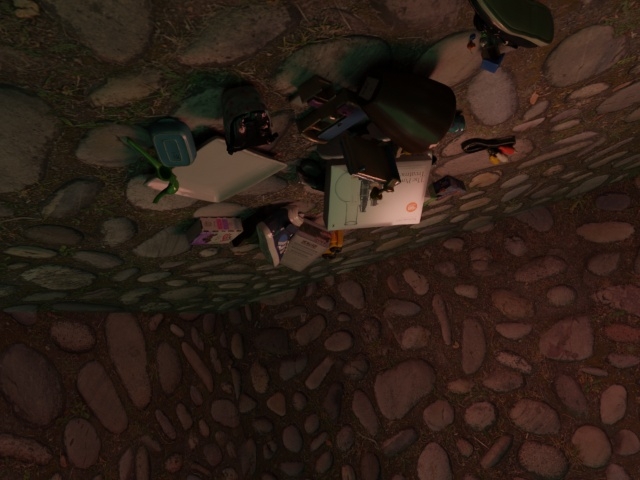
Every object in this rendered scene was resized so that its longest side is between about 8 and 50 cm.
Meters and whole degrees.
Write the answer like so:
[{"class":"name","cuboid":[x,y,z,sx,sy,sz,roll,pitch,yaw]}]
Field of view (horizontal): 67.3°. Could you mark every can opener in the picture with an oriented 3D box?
[{"class":"can opener","cuboid":[-0.003,-0.234,1.849,0.093,0.074,0.280,-22,163,26]}]

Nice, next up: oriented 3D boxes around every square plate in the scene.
[{"class":"square plate","cuboid":[-0.345,-0.232,1.595,0.347,0.049,0.344,-23,163,29]}]

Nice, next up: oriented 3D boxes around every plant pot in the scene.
[{"class":"plant pot","cuboid":[0.217,-0.379,1.338,0.231,0.215,0.215,16,150,-35]}]

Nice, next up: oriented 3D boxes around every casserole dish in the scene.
[{"class":"casserole dish","cuboid":[-0.414,-0.264,1.351,0.114,0.036,0.188,-3,151,-5]}]

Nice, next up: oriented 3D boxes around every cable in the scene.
[{"class":"cable","cuboid":[0.713,-0.378,1.992,0.287,0.072,0.139,-1,154,-40]}]

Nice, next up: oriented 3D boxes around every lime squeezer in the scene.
[{"class":"lime squeezer","cuboid":[-0.487,-0.198,1.456,0.110,0.058,0.310,26,153,11]}]

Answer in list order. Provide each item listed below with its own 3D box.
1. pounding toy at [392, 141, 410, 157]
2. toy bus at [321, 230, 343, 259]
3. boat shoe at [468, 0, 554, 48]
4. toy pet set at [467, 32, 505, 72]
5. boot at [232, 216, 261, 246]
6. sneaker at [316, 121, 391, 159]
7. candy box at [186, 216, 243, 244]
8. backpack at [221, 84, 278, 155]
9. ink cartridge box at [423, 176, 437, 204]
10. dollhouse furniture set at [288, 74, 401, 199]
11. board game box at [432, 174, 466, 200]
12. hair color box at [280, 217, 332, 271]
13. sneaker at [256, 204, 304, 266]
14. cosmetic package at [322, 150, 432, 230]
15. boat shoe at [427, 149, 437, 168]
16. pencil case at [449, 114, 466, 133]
[{"class":"pounding toy","cuboid":[0.332,-0.357,1.559,0.155,0.154,0.269,-13,165,-6]},{"class":"toy bus","cuboid":[0.000,0.000,2.616,0.212,0.149,0.220,9,155,-19]},{"class":"boat shoe","cuboid":[0.416,-0.523,1.116,0.340,0.127,0.113,-4,-175,-40]},{"class":"toy pet set","cuboid":[0.464,-0.509,1.301,0.122,0.065,0.114,-14,165,3]},{"class":"boot","cuboid":[-0.259,-0.048,2.291,0.270,0.089,0.236,-6,162,-42]},{"class":"sneaker","cuboid":[0.124,-0.312,1.626,0.269,0.101,0.153,-17,162,1]},{"class":"candy box","cuboid":[-0.467,-0.042,2.124,0.196,0.070,0.165,-2,161,-37]},{"class":"backpack","cuboid":[-0.200,-0.322,1.280,0.152,0.115,0.182,-23,166,-11]},{"class":"ink cartridge box","cuboid":[0.380,-0.232,2.051,0.213,0.154,0.093,-2,160,-38]},{"class":"dollhouse furniture set","cuboid":[0.046,-0.255,1.382,0.198,0.303,0.287,-27,160,37]},{"class":"board game box","cuboid":[0.624,-0.250,2.394,0.194,0.060,0.194,-1,160,-39]},{"class":"hair color box","cuboid":[-0.104,0.028,2.474,0.186,0.113,0.374,24,151,-15]},{"class":"sneaker","cuboid":[-0.158,-0.030,2.195,0.236,0.130,0.322,-34,151,-18]},{"class":"cosmetic package","cuboid":[0.205,-0.188,1.809,0.378,0.097,0.284,-5,129,-10]},{"class":"boat shoe","cuboid":[0.433,-0.315,1.947,0.081,0.079,0.227,-13,162,14]},{"class":"pencil case","cuboid":[0.428,-0.399,1.666,0.152,0.064,0.070,-7,138,-24]}]
